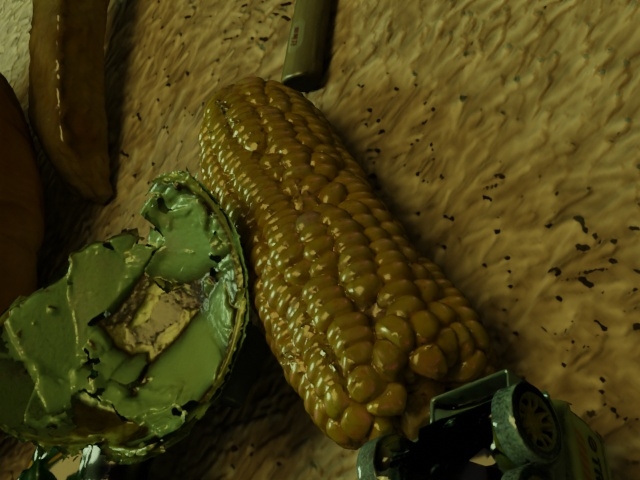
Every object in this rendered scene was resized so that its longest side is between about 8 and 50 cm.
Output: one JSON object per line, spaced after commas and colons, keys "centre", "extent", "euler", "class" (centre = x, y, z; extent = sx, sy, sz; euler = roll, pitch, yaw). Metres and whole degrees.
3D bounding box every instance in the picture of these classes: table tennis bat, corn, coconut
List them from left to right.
{"centre": [-0.101, 0.050, 0.601], "extent": [0.158, 0.055, 0.133], "euler": [-28, 74, 2], "class": "coconut"}
{"centre": [0.000, 0.000, 0.635], "extent": [0.101, 0.101, 0.291], "euler": [-49, 40, 19], "class": "corn"}
{"centre": [0.003, -0.207, 0.793], "extent": [0.131, 0.022, 0.234], "euler": [-14, 60, 42], "class": "table tennis bat"}

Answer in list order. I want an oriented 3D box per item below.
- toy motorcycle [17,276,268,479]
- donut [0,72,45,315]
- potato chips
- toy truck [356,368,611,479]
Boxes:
{"centre": [-0.120, 0.142, 0.675], "extent": [0.187, 0.125, 0.274], "euler": [20, 86, 59], "class": "toy motorcycle"}
{"centre": [-0.384, 0.028, 0.946], "extent": [0.449, 0.198, 0.448], "euler": [-22, 59, 42], "class": "donut"}
{"centre": [-0.184, -0.222, 0.961], "extent": [0.057, 0.080, 0.406], "euler": [-25, 53, 51], "class": "potato chips"}
{"centre": [0.080, 0.151, 0.456], "extent": [0.085, 0.116, 0.191], "euler": [-31, 42, 34], "class": "toy truck"}
